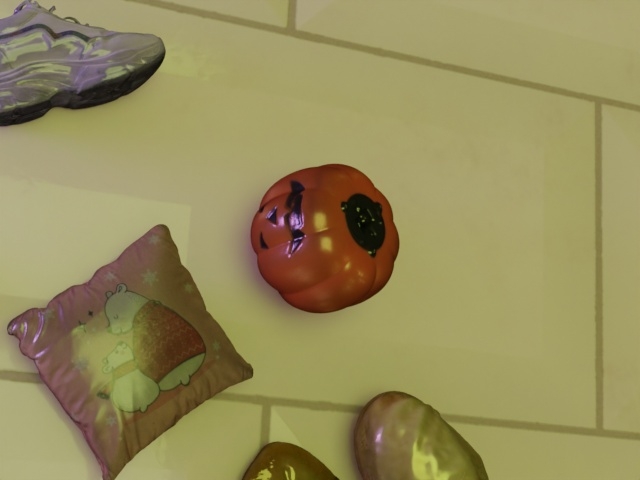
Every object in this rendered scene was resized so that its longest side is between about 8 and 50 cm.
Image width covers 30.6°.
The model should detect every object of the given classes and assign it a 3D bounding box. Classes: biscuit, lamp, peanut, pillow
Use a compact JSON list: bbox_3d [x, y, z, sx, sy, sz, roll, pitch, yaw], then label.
[{"bbox_3d":[-0.027,0.374,1.426,0.203,0.041,0.260,-10,84,-24],"label":"biscuit"},{"bbox_3d":[0.000,0.000,1.460,0.187,0.163,0.188,21,61,-43],"label":"lamp"},{"bbox_3d":[0.147,0.335,1.455,0.147,0.147,0.319,-19,83,-25],"label":"peanut"},{"bbox_3d":[-0.219,0.130,1.377,0.236,0.084,0.223,-36,95,-23],"label":"pillow"}]

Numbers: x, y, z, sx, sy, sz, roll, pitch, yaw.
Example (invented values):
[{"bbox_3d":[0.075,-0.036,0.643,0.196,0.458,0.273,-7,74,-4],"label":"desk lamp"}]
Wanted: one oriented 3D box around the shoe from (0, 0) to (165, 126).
[{"bbox_3d":[-0.314,-0.230,1.413,0.245,0.095,0.138,-18,88,-19],"label":"shoe"}]
